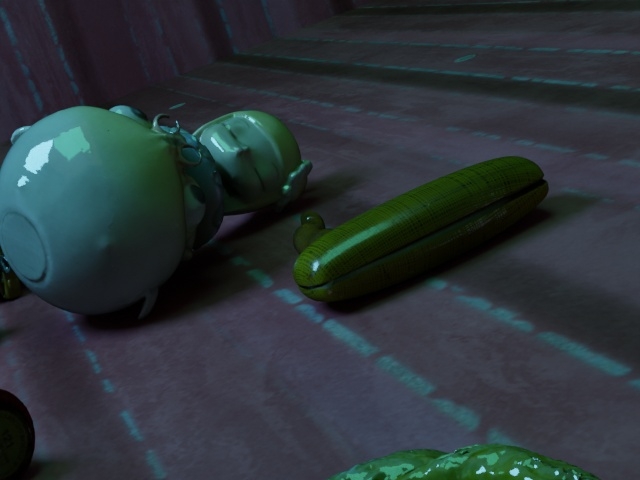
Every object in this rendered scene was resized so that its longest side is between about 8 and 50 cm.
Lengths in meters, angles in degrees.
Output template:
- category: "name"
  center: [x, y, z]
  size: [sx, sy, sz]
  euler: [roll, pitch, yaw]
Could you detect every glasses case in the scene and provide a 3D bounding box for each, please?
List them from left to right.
- category: "glasses case"
  center: [0.086, -0.011, 0.994]
  size: [0.234, 0.064, 0.079]
  euler: [-25, 10, -17]

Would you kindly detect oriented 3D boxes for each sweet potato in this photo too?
- category: "sweet potato"
  center: [-0.005, 0.000, 1.099]
  size: [0.044, 0.044, 0.179]
  euler: [-21, 9, -6]

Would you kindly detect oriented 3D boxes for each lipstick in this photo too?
- category: "lipstick"
  center: [-0.316, 0.148, 0.901]
  size: [0.241, 0.080, 0.080]
  euler: [-5, 21, 42]

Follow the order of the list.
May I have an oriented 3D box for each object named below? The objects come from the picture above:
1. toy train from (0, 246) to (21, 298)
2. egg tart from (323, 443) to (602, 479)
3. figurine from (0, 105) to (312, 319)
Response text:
- category: "toy train"
  center: [-0.401, 0.019, 1.406]
  size: [0.127, 0.089, 0.219]
  euler: [-19, 12, -40]
- category: "egg tart"
  center: [0.041, 0.158, 0.468]
  size: [0.197, 0.078, 0.197]
  euler: [-18, 19, 6]
- category: "figurine"
  center: [-0.167, -0.043, 1.243]
  size: [0.394, 0.227, 0.274]
  euler: [-27, -11, -45]
